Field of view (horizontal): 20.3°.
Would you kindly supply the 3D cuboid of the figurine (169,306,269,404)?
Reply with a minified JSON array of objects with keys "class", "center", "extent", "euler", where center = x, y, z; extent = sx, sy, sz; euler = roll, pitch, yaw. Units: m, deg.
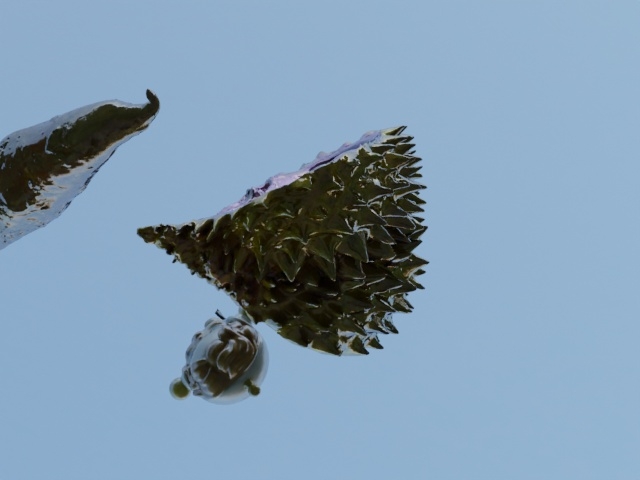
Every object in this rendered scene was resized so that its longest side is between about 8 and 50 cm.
[{"class":"figurine","center":[-0.088,0.102,1.546],"extent":[0.068,0.143,0.101],"euler":[42,-115,-15]}]

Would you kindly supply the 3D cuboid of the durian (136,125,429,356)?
[{"class":"durian","center":[0.014,0.004,1.356],"extent":[0.260,0.154,0.186],"euler":[-51,-55,-55]}]

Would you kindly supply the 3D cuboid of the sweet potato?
[{"class":"sweet potato","center":[-0.168,-0.044,1.088],"extent":[0.060,0.206,0.068],"euler":[48,-138,-16]}]
